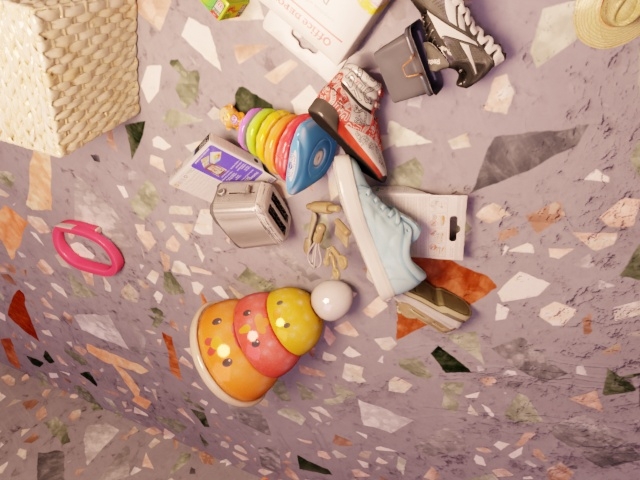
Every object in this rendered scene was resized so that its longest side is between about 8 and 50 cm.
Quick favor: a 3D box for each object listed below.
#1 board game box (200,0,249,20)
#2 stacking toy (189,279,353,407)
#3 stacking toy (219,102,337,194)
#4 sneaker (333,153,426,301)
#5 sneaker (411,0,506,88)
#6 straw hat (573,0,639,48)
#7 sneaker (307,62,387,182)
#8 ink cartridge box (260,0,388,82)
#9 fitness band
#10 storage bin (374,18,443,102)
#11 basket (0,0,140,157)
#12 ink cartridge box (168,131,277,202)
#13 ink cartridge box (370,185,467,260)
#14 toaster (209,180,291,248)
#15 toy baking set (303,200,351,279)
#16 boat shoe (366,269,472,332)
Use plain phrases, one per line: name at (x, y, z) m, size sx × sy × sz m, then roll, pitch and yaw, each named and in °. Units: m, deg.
board game box at (-0.238, -0.533, 0.804) m, size 0.181 × 0.092 × 0.043 m, roll 45°, pitch 126°, yaw -11°
stacking toy at (-0.115, 0.248, 1.212) m, size 0.479 × 0.351 × 0.351 m, roll -33°, pitch 108°, yaw 16°
stacking toy at (-0.126, -0.250, 0.938) m, size 0.301 × 0.165 × 0.175 m, roll 29°, pitch 129°, yaw 20°
sneaker at (0.144, -0.042, 0.925) m, size 0.150 × 0.135 × 0.366 m, roll -23°, pitch 112°, yaw 3°
sneaker at (0.220, -0.362, 0.713) m, size 0.234 × 0.078 × 0.106 m, roll 35°, pitch 105°, yaw -21°
straw hat at (0.489, -0.379, 0.641) m, size 0.144 × 0.061 × 0.145 m, roll 11°, pitch 126°, yaw 15°
sneaker at (0.102, -0.247, 0.862) m, size 0.145 × 0.090 × 0.270 m, roll -53°, pitch 132°, yaw -1°
ink cartridge box at (0.026, -0.474, 0.722) m, size 0.207 × 0.119 × 0.353 m, roll 37°, pitch 128°, yaw -7°
fitness band at (-0.849, 0.029, 1.460) m, size 0.290 × 0.054 × 0.209 m, roll 13°, pitch 129°, yaw 14°
storage bin at (0.168, -0.337, 0.784) m, size 0.091 × 0.098 × 0.135 m, roll -11°, pitch 118°, yaw 39°
basket at (-0.608, -0.409, 0.896) m, size 0.266 × 0.331 × 0.329 m, roll 19°, pitch 128°, yaw 1°
ink cartridge box at (-0.257, -0.169, 1.067) m, size 0.208 × 0.045 × 0.206 m, roll 26°, pitch 137°, yaw -38°
ink cartridge box at (0.235, -0.043, 0.981) m, size 0.224 × 0.056 × 0.181 m, roll 2°, pitch 123°, yaw 17°
toaster at (-0.174, -0.062, 1.062) m, size 0.146 × 0.129 × 0.227 m, roll -3°, pitch 144°, yaw 20°
toy baking set at (0.000, -0.007, 1.036) m, size 0.256 × 0.030 × 0.197 m, roll 21°, pitch 116°, yaw 59°
boat shoe at (0.246, 0.157, 1.072) m, size 0.302 × 0.113 × 0.103 m, roll 29°, pitch 123°, yaw -1°
